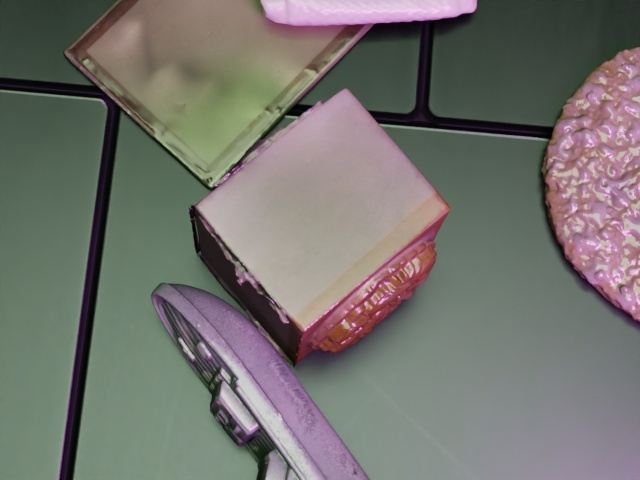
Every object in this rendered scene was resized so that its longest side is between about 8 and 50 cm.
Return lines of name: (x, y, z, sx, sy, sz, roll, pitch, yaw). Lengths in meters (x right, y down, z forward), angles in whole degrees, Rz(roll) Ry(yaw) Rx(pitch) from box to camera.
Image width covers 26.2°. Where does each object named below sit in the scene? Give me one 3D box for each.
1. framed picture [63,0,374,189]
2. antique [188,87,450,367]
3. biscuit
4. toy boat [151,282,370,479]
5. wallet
framed picture: (-0.072, -0.177, 1.130, 0.173, 0.010, 0.231, 43, 78, 9)
antique: (0.000, 0.000, 1.019, 0.152, 0.147, 0.148, -40, 82, -11)
biscuit: (0.248, -0.027, 1.089, 0.133, 0.032, 0.250, -17, 78, -4)
toy boat: (-0.047, 0.137, 1.016, 0.085, 0.078, 0.260, -33, 80, -24)
wallet: (0.037, -0.235, 1.128, 0.182, 0.032, 0.124, -3, 69, -6)
